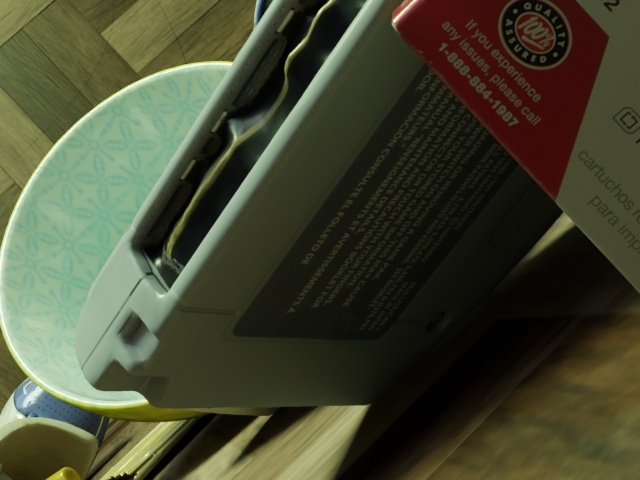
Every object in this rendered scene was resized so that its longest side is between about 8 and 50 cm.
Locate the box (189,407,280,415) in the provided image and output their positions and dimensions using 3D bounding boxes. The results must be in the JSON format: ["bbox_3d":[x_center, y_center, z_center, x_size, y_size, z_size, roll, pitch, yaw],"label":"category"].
[{"bbox_3d":[0.000,0.000,0.802,0.094,0.113,0.275,10,-36,-35],"label":"box"}]

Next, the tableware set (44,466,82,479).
[{"bbox_3d":[-0.172,0.180,0.813,0.024,0.104,0.154,-43,3,20],"label":"tableware set"}]

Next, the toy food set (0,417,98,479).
[{"bbox_3d":[-0.258,0.269,0.864,0.219,0.092,0.306,-60,-7,30],"label":"toy food set"}]

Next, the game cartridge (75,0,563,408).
[{"bbox_3d":[0.044,-0.046,0.574,0.196,0.060,0.294,11,-55,-45],"label":"game cartridge"}]

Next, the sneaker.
[{"bbox_3d":[-0.344,0.283,1.475,0.315,0.127,0.182,-50,8,-9],"label":"sneaker"}]

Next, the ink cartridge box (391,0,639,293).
[{"bbox_3d":[0.129,-0.081,0.397,0.176,0.128,0.127,-43,4,13],"label":"ink cartridge box"}]

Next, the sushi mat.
[{"bbox_3d":[-0.070,0.107,1.218,0.316,0.019,0.151,-44,3,-23],"label":"sushi mat"}]

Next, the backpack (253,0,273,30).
[{"bbox_3d":[0.088,-0.164,0.914,0.263,0.276,0.213,-49,-2,5],"label":"backpack"}]

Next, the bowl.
[{"bbox_3d":[-0.088,0.023,1.070,0.289,0.289,0.156,-43,-39,1],"label":"bowl"}]
